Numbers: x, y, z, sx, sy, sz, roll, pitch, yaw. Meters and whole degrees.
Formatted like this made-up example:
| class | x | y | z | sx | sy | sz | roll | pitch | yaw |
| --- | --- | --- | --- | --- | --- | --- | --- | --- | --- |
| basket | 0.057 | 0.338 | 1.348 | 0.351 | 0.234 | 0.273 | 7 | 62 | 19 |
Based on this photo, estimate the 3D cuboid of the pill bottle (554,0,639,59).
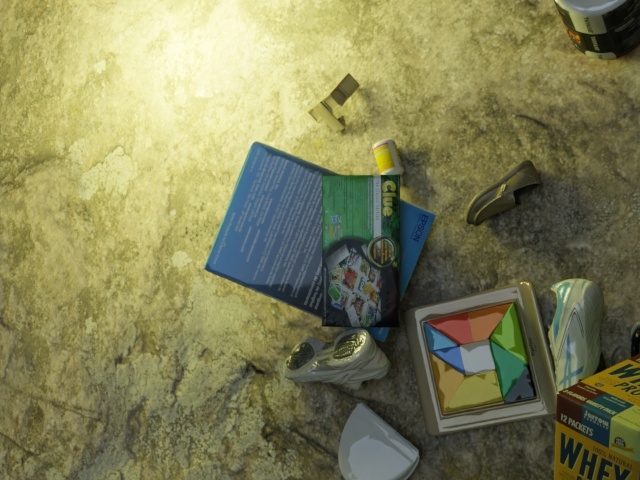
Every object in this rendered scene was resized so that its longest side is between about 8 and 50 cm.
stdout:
| class | x | y | z | sx | sy | sz | roll | pitch | yaw |
| --- | --- | --- | --- | --- | --- | --- | --- | --- | --- |
| pill bottle | 0.434 | -0.357 | 1.274 | 0.130 | 0.245 | 0.131 | -5 | 79 | 25 |

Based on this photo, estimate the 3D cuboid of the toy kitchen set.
| class | x | y | z | sx | sy | sz | roll | pitch | yaw |
| --- | --- | --- | --- | --- | --- | --- | --- | --- | --- |
| toy kitchen set | 0.036 | -0.256 | 1.583 | 0.068 | 0.075 | 0.083 | 46 | 146 | -12 |

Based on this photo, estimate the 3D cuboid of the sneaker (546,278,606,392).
| class | x | y | z | sx | sy | sz | roll | pitch | yaw |
| --- | --- | --- | --- | --- | --- | --- | --- | --- | --- |
| sneaker | 0.398 | 0.179 | 1.316 | 0.086 | 0.085 | 0.237 | 0 | 84 | 52 |

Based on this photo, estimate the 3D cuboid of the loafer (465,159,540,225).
| class | x | y | z | sx | sy | sz | roll | pitch | yaw |
| --- | --- | --- | --- | --- | --- | --- | --- | --- | --- |
| loafer | 0.307 | -0.073 | 1.402 | 0.148 | 0.056 | 0.050 | -44 | 60 | 14 |

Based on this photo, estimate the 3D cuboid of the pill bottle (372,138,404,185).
| class | x | y | z | sx | sy | sz | roll | pitch | yaw |
| --- | --- | --- | --- | --- | --- | --- | --- | --- | --- |
| pill bottle | 0.125 | -0.138 | 1.509 | 0.043 | 0.043 | 0.083 | -21 | 73 | 22 |

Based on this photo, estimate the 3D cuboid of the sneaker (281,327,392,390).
| class | x | y | z | sx | sy | sz | roll | pitch | yaw |
| --- | --- | --- | --- | --- | --- | --- | --- | --- | --- |
| sneaker | 0.028 | 0.229 | 1.480 | 0.232 | 0.115 | 0.090 | -15 | 41 | 46 |

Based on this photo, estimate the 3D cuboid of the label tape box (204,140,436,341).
| class | x | y | z | sx | sy | sz | roll | pitch | yaw |
| --- | --- | --- | --- | --- | --- | --- | --- | --- | --- |
| label tape box | 0.000 | 0.000 | 1.500 | 0.347 | 0.115 | 0.249 | 22 | 93 | 4 |

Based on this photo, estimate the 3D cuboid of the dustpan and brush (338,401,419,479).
| class | x | y | z | sx | sy | sz | roll | pitch | yaw |
| --- | --- | --- | --- | --- | --- | --- | --- | --- | --- |
| dustpan and brush | 0.068 | 0.409 | 1.459 | 0.147 | 0.060 | 0.211 | 37 | 93 | 27 |

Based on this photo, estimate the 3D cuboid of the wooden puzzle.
| class | x | y | z | sx | sy | sz | roll | pitch | yaw |
| --- | --- | --- | --- | --- | --- | --- | --- | --- | --- |
| wooden puzzle | 0.262 | 0.199 | 1.392 | 0.238 | 0.044 | 0.221 | -16 | 76 | 24 |

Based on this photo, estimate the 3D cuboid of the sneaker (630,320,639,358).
| class | x | y | z | sx | sy | sz | roll | pitch | yaw |
| --- | --- | --- | --- | --- | --- | --- | --- | --- | --- |
| sneaker | 0.503 | 0.202 | 1.255 | 0.063 | 0.074 | 0.171 | -15 | 76 | 24 |

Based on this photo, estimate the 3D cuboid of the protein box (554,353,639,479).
| class | x | y | z | sx | sy | sz | roll | pitch | yaw |
| --- | --- | --- | --- | --- | --- | --- | --- | --- | --- |
| protein box | 0.440 | 0.291 | 1.149 | 0.136 | 0.199 | 0.201 | 22 | 120 | 53 |

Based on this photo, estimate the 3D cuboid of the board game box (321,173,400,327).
| class | x | y | z | sx | sy | sz | roll | pitch | yaw |
| --- | --- | --- | --- | --- | --- | --- | --- | --- | --- |
| board game box | 0.069 | 0.017 | 1.423 | 0.136 | 0.030 | 0.260 | 1 | 90 | 8 |
